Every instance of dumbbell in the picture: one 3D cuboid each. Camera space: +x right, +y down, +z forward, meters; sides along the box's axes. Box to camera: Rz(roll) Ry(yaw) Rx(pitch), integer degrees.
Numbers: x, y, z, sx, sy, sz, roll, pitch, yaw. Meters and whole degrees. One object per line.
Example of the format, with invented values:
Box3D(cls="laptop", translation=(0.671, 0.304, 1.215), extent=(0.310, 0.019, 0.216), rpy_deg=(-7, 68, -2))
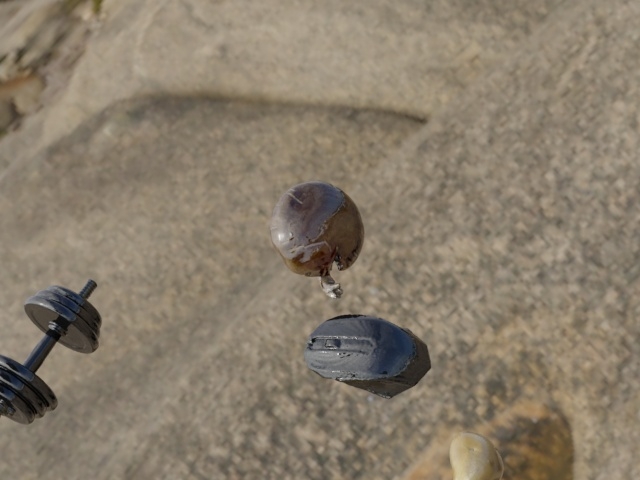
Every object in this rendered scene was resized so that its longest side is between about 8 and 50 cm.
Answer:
Box3D(cls="dumbbell", translation=(-0.309, 0.125, 1.257), extent=(0.099, 0.099, 0.208), rpy_deg=(-15, 37, 54))

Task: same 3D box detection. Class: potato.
Box3D(cls="potato", translation=(0.170, 0.251, 1.265), extent=(0.062, 0.068, 0.083), rpy_deg=(-42, 14, 52))

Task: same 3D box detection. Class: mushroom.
Box3D(cls="mushroom", translation=(0.000, 0.000, 1.616), extent=(0.135, 0.171, 0.080), rpy_deg=(-18, 6, -11))

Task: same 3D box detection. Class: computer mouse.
Box3D(cls="computer mouse", translation=(0.056, 0.141, 1.449), extent=(0.172, 0.057, 0.099), rpy_deg=(8, 67, 19))
